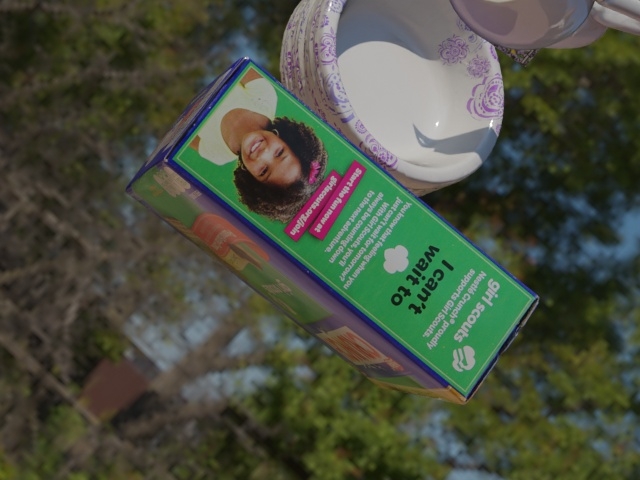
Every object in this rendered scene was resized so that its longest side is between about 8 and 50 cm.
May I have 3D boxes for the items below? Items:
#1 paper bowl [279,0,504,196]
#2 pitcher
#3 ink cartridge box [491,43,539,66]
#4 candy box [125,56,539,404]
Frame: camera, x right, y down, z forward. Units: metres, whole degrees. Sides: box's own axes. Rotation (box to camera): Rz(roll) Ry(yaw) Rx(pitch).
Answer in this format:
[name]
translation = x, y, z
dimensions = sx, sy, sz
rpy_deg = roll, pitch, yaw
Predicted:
[paper bowl]
translation = 0.074, -0.186, 1.954
dimensions = 0.284, 0.284, 0.148
rpy_deg = 46, -35, -17
[pitcher]
translation = 0.203, -0.214, 1.368
dimensions = 0.178, 0.125, 0.207
rpy_deg = 13, 0, 21
[ink cartridge box]
translation = 0.209, -0.258, 1.869
dimensions = 0.115, 0.029, 0.063
rpy_deg = 33, -48, -6
[candy box]
translation = 0.000, 0.000, 1.409
dimensions = 0.317, 0.122, 0.268
rpy_deg = 37, -11, -8
